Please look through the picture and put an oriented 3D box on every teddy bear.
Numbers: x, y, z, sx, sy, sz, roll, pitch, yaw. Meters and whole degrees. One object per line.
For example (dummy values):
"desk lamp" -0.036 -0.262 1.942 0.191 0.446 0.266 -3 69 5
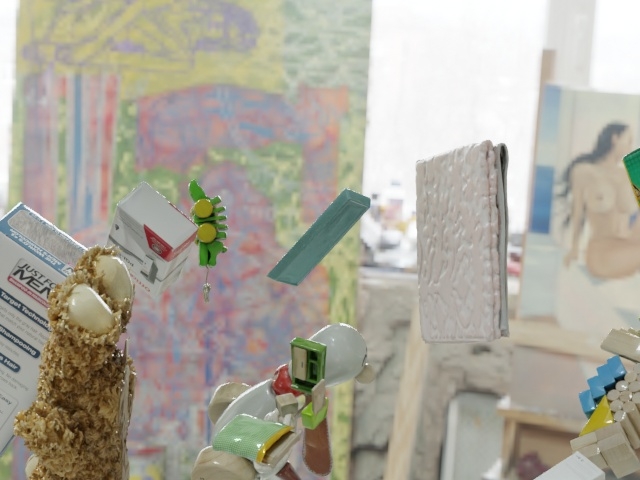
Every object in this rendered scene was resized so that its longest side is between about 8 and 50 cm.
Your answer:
"teddy bear" -0.266 0.169 1.338 0.113 0.338 0.245 6 39 0

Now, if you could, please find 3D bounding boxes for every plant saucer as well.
"plant saucer" 0.000 0.000 1.881 0.067 0.192 0.018 18 29 -50

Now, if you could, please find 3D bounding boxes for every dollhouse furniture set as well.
"dollhouse furniture set" -0.041 0.162 1.251 0.076 0.059 0.151 15 31 26

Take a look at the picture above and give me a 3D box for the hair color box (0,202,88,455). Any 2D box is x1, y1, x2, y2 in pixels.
"hair color box" -0.425 0.141 1.624 0.174 0.347 0.105 36 22 -5

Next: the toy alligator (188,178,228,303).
"toy alligator" -0.162 -0.001 1.844 0.051 0.190 0.056 -7 -8 -13

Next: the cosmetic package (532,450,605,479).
"cosmetic package" 0.349 0.416 1.745 0.099 0.239 0.060 -28 41 -23

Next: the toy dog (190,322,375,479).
"toy dog" -0.030 0.241 1.592 0.161 0.220 0.333 33 -28 -18

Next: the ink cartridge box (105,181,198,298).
"ink cartridge box" -0.227 0.002 1.628 0.099 0.135 0.056 39 55 8

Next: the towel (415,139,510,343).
"towel" 0.235 0.010 2.076 0.053 0.332 0.317 1 -4 -17

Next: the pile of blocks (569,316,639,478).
"pile of blocks" 0.513 0.232 1.962 0.362 0.113 0.149 -48 40 -15

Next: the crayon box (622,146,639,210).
"crayon box" 0.496 0.005 1.528 0.165 0.278 0.081 -9 -13 -40
